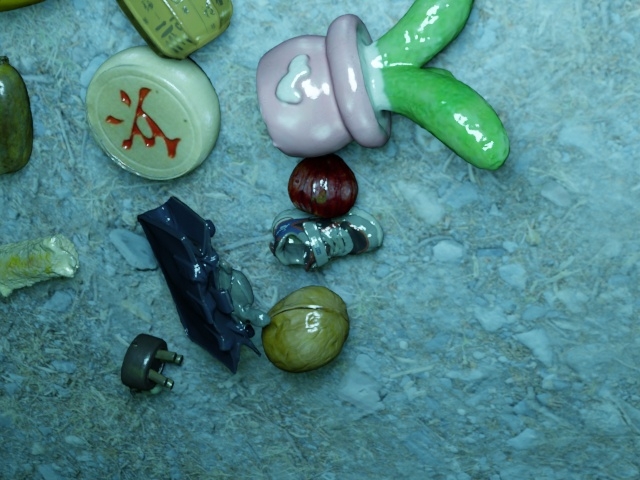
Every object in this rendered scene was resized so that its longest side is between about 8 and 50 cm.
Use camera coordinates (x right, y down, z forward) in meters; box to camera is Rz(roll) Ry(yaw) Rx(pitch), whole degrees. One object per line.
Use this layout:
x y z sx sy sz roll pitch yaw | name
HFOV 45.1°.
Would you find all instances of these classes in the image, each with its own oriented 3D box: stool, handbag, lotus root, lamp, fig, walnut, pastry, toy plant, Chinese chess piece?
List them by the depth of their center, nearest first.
0.091 -0.226 1.191 0.356 0.210 0.317 -10 79 12 | toy plant
-0.242 -0.395 1.243 0.161 0.161 0.185 -20 114 29 | lamp
0.016 -0.103 1.375 0.128 0.128 0.150 43 120 -12 | fig
-0.304 -0.232 1.407 0.249 0.103 0.250 10 128 13 | Chinese chess piece
-0.629 -0.239 1.501 0.124 0.123 0.241 8 128 3 | lotus root
-0.224 0.086 1.525 0.269 0.118 0.326 29 144 52 | handbag
-0.030 0.181 1.551 0.167 0.167 0.207 43 131 -12 | walnut
-0.640 0.045 1.716 0.258 0.089 0.121 -17 121 26 | pastry
-0.395 0.303 1.792 0.121 0.125 0.217 17 136 5 | stool

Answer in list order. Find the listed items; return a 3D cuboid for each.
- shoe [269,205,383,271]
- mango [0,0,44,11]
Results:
0.000 0.001 1.446 0.227 0.125 0.099 0 120 21 | shoe
-0.532 -0.517 1.217 0.445 0.232 0.300 -8 117 10 | mango
